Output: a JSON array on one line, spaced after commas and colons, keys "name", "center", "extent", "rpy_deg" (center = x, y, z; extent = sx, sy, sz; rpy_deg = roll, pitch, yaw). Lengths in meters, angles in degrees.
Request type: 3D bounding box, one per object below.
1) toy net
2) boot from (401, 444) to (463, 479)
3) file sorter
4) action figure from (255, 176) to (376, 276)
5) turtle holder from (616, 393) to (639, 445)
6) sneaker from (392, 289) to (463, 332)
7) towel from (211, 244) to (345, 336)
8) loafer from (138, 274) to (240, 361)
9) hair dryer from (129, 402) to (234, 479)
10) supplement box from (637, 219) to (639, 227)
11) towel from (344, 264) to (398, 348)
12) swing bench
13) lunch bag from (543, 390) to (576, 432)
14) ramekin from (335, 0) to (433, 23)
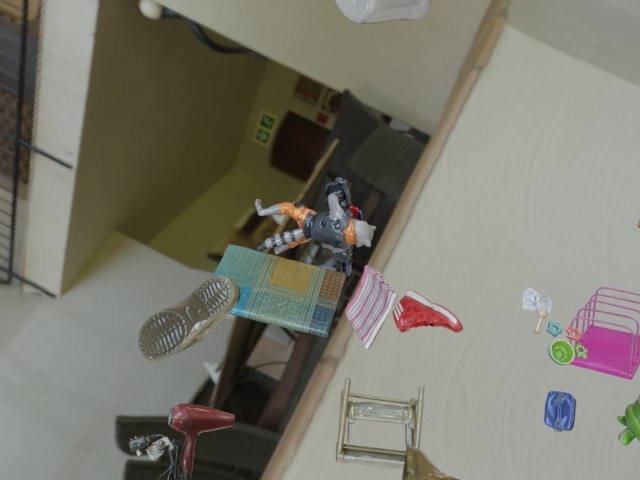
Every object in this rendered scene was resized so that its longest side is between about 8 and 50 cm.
[{"name": "toy net", "center": [0.641, 0.225, 1.642], "extent": [0.045, 0.122, 0.232], "rpy_deg": [92, 160, -65]}, {"name": "boot", "center": [0.297, 0.498, 1.177], "extent": [0.236, 0.270, 0.089], "rpy_deg": [-30, -51, -81]}, {"name": "file sorter", "center": [0.966, 0.293, 1.988], "extent": [0.291, 0.202, 0.182], "rpy_deg": [-25, -63, -47]}, {"name": "action figure", "center": [0.000, 0.000, 1.750], "extent": [0.178, 0.330, 0.341], "rpy_deg": [-65, -33, -52]}, {"name": "turtle holder", "center": [0.894, 0.453, 1.443], "extent": [0.227, 0.320, 0.243], "rpy_deg": [-54, 43, 20]}, {"name": "sneaker", "center": [0.306, 0.245, 1.771], "extent": [0.128, 0.221, 0.087], "rpy_deg": [-47, -50, -13]}, {"name": "towel", "center": [-0.132, 0.141, 1.715], "extent": [0.271, 0.370, 0.040], "rpy_deg": [-68, -10, -51]}, {"name": "loafer", "center": [-0.268, 0.170, 1.260], "extent": [0.269, 0.101, 0.092], "rpy_deg": [-33, -19, 16]}, {"name": "hair dryer", "center": [-0.384, 0.581, 1.740], "extent": [0.294, 0.223, 0.080], "rpy_deg": [-31, 18, -15]}, {"name": "supplement box", "center": [0.768, -0.061, 1.364], "extent": [0.083, 0.043, 0.055], "rpy_deg": [-52, -9, -25]}, {"name": "towel", "center": [0.112, 0.151, 1.394], "extent": [0.144, 0.029, 0.197], "rpy_deg": [-65, 17, 11]}, {"name": "swing bench", "center": [0.183, 0.585, 1.867], "extent": [0.165, 0.254, 0.254], "rpy_deg": [95, -178, -61]}, {"name": "lunch bag", "center": [0.581, 0.418, 1.456], "extent": [0.065, 0.067, 0.098], "rpy_deg": [38, -120, -54]}, {"name": "ramekin", "center": [0.109, -0.570, 1.190], "extent": [0.135, 0.277, 0.277], "rpy_deg": [-19, -20, -16]}]
